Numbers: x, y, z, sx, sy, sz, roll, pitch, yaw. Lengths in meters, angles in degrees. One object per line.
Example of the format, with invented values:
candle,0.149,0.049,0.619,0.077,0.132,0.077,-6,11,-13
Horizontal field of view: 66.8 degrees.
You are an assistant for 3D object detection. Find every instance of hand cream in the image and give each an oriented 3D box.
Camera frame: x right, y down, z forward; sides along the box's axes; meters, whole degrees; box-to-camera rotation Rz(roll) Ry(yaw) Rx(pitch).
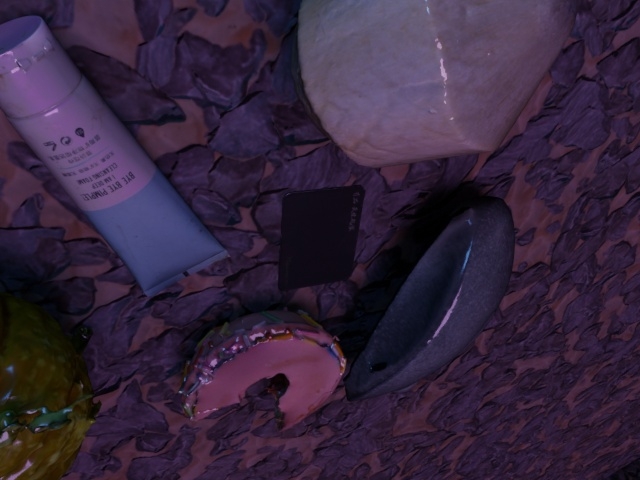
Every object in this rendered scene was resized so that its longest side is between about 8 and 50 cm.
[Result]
hand cream,-0.198,-0.057,0.479,0.111,0.070,0.312,-27,139,-7

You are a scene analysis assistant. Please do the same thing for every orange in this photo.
orange,-0.369,0.167,0.450,0.300,0.223,0.301,-4,131,-29

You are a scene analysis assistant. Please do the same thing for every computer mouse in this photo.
computer mouse,0.168,0.112,0.693,0.203,0.114,0.373,-9,132,-57

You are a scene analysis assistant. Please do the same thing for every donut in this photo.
donut,-0.072,0.177,0.685,0.233,0.085,0.199,28,109,-37

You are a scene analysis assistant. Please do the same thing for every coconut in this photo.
coconut,0.095,-0.165,0.415,0.222,0.202,0.202,-7,146,39

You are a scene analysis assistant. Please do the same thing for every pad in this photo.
pad,0.000,0.000,0.642,0.112,0.003,0.157,-9,127,-20

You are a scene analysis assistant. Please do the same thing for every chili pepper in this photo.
chili pepper,-0.305,0.136,0.588,0.083,0.022,0.027,-45,164,9
